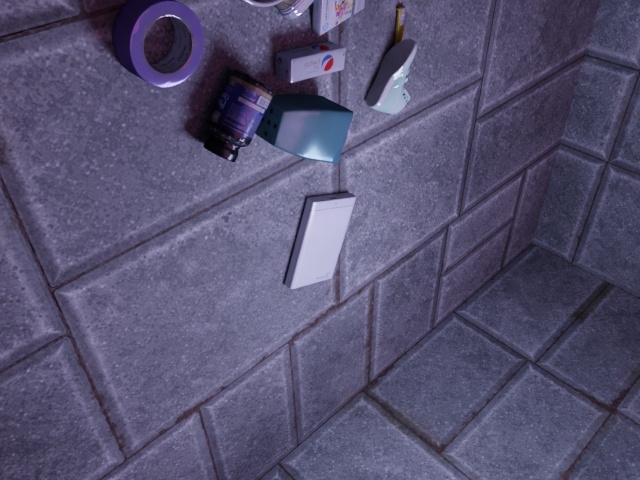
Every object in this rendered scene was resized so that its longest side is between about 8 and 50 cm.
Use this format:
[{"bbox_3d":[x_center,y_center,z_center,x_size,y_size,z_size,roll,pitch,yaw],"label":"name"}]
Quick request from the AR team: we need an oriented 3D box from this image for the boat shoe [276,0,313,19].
[{"bbox_3d":[-0.014,-0.714,1.490,0.302,0.109,0.094,-53,144,0],"label":"boat shoe"}]

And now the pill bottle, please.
[{"bbox_3d":[-0.221,-0.326,1.531,0.122,0.122,0.219,17,103,-55],"label":"pill bottle"}]

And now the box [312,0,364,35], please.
[{"bbox_3d":[0.056,-0.684,1.627,0.186,0.038,0.145,-38,158,-24],"label":"box"}]

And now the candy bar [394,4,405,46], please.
[{"bbox_3d":[0.261,-0.698,1.916,0.040,0.018,0.162,-34,139,-35],"label":"candy bar"}]

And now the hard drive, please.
[{"bbox_3d":[0.000,0.000,2.134,0.233,0.047,0.353,-11,126,-46],"label":"hard drive"}]

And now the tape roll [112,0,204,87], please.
[{"bbox_3d":[-0.362,-0.448,1.298,0.189,0.080,0.189,-30,137,-33],"label":"tape roll"}]

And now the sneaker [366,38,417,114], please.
[{"bbox_3d":[0.270,-0.552,1.975,0.151,0.094,0.256,10,119,-47],"label":"sneaker"}]

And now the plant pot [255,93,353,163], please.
[{"bbox_3d":[-0.060,-0.337,1.697,0.234,0.165,0.166,-2,119,-41],"label":"plant pot"}]

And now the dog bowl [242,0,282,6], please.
[{"bbox_3d":[-0.150,-0.691,1.340,0.264,0.104,0.265,-30,137,-33],"label":"dog bowl"}]

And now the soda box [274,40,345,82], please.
[{"bbox_3d":[-0.028,-0.514,1.659,0.216,0.074,0.069,-27,136,-36],"label":"soda box"}]
